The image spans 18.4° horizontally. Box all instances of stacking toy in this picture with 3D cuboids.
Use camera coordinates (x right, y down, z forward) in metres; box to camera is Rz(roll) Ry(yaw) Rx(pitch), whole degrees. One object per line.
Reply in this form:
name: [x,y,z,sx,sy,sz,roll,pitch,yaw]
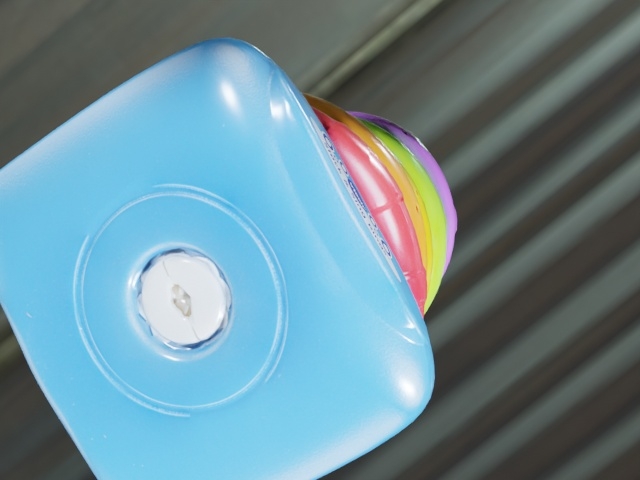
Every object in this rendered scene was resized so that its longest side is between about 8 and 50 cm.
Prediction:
stacking toy: [0.000,0.000,0.905,0.175,0.166,0.302,62,23,2]
